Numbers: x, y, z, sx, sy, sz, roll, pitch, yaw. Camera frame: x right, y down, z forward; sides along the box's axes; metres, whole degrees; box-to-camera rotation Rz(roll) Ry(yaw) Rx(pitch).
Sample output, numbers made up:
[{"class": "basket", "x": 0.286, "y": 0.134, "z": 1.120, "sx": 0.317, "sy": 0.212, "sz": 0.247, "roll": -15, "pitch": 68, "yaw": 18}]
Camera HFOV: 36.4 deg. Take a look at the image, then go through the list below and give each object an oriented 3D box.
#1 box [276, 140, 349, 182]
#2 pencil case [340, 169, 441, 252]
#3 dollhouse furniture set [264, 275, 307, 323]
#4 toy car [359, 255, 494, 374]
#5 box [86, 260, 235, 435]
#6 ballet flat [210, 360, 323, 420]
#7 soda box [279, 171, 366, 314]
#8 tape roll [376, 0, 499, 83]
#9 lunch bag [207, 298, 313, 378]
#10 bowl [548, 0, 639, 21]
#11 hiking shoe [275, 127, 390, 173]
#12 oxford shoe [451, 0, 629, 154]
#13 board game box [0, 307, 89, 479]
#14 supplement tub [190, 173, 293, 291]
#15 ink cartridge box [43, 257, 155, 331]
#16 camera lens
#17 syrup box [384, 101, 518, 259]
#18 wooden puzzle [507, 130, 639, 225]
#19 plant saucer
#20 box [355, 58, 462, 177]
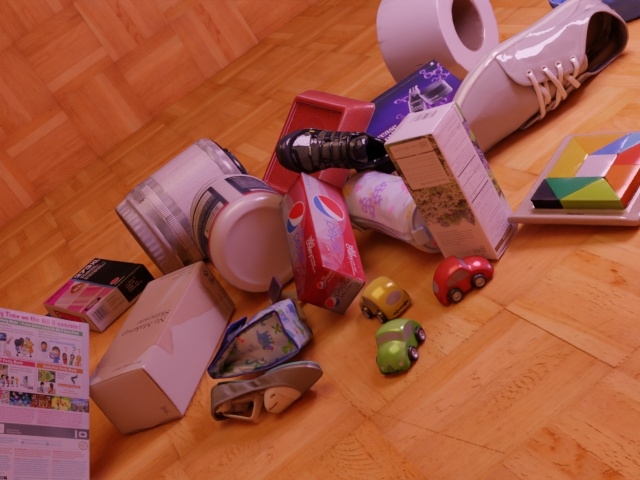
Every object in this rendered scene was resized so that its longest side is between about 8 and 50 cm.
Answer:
[{"class": "box", "x": -0.021, "y": -0.168, "z": 2.142, "sx": 0.100, "sy": 0.060, "sz": 0.244, "roll": 0, "pitch": 16, "yaw": -17}, {"class": "pencil case", "x": 0.137, "y": -0.054, "z": 1.690, "sx": 0.124, "sy": 0.114, "sz": 0.273, "roll": -23, "pitch": 19, "yaw": -23}, {"class": "dollhouse furniture set", "x": -0.037, "y": 0.128, "z": 1.698, "sx": 0.081, "sy": 0.091, "sz": 0.114, "roll": -1, "pitch": 34, "yaw": -30}, {"class": "toy car", "x": 0.130, "y": 0.108, "z": 1.458, "sx": 0.239, "sy": 0.053, "sz": 0.225, "roll": -18, "pitch": 27, "yaw": 32}, {"class": "box", "x": -0.281, "y": 0.189, "z": 1.753, "sx": 0.147, "sy": 0.121, "sz": 0.311, "roll": -22, "pitch": 25, "yaw": 26}, {"class": "ballet flat", "x": -0.083, "y": 0.238, "z": 1.487, "sx": 0.213, "sy": 0.072, "sz": 0.068, "roll": -18, "pitch": 55, "yaw": 34}, {"class": "soda box", "x": 0.000, "y": 0.000, "z": 1.676, "sx": 0.083, "sy": 0.092, "sz": 0.263, "roll": -53, "pitch": 31, "yaw": 29}, {"class": "tape roll", "x": 0.263, "y": -0.462, "z": 2.171, "sx": 0.169, "sy": 0.246, "sz": 0.246, "roll": -11, "pitch": 31, "yaw": 41}, {"class": "lunch bag", "x": -0.102, "y": 0.166, "z": 1.564, "sx": 0.151, "sy": 0.096, "sz": 0.129, "roll": -33, "pitch": -3, "yaw": 12}, {"class": "bowl", "x": 0.677, "y": -0.579, "z": 2.073, "sx": 0.391, "sy": 0.077, "sz": 0.391, "roll": -28, "pitch": 24, "yaw": 13}, {"class": "hiking shoe", "x": 0.032, "y": -0.168, "z": 1.750, "sx": 0.226, "sy": 0.086, "sz": 0.114, "roll": -5, "pitch": -4, "yaw": -29}, {"class": "oxford shoe", "x": 0.403, "y": -0.301, "z": 1.798, "sx": 0.449, "sy": 0.169, "sz": 0.130, "roll": -40, "pitch": 43, "yaw": -16}, {"class": "board game box", "x": -0.485, "y": 0.270, "z": 1.555, "sx": 0.097, "sy": 0.224, "sz": 0.304, "roll": -17, "pitch": 67, "yaw": 35}, {"class": "supplement tub", "x": -0.147, "y": -0.023, "z": 1.907, "sx": 0.191, "sy": 0.191, "sz": 0.272, "roll": -36, "pitch": 23, "yaw": -7}, {"class": "ink cartridge box", "x": -0.543, "y": 0.122, "z": 2.315, "sx": 0.176, "sy": 0.069, "sz": 0.370, "roll": -45, "pitch": 23, "yaw": -25}, {"class": "camera lens", "x": -0.285, "y": -0.073, "z": 2.153, "sx": 0.274, "sy": 0.219, "sz": 0.219, "roll": -39, "pitch": 23, "yaw": -11}, {"class": "syrup box", "x": 0.204, "y": -0.083, "z": 1.502, "sx": 0.093, "sy": 0.237, "sz": 0.096, "roll": -10, "pitch": 31, "yaw": 43}, {"class": "wooden puzzle", "x": 0.424, "y": -0.104, "z": 1.485, "sx": 0.220, "sy": 0.044, "sz": 0.239, "roll": 2, "pitch": 41, "yaw": 48}, {"class": "plant saucer", "x": -0.022, "y": -0.178, "z": 1.965, "sx": 0.258, "sy": 0.047, "sz": 0.259, "roll": 25, "pitch": 95, "yaw": 56}, {"class": "box", "x": 0.175, "y": -0.223, "z": 1.942, "sx": 0.261, "sy": 0.103, "sz": 0.184, "roll": -34, "pitch": 36, "yaw": -1}]
